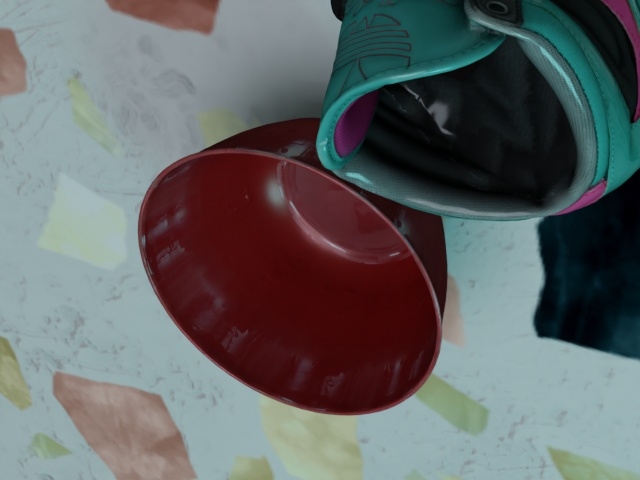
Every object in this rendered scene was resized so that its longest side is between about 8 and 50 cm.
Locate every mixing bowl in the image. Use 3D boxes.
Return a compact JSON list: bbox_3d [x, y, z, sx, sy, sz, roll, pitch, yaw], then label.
[{"bbox_3d":[0.000,0.000,0.706,0.181,0.098,0.181,17,132,19],"label":"mixing bowl"}]

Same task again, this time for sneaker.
[{"bbox_3d":[0.032,-0.116,0.528,0.295,0.178,0.124,42,136,-6],"label":"sneaker"}]
